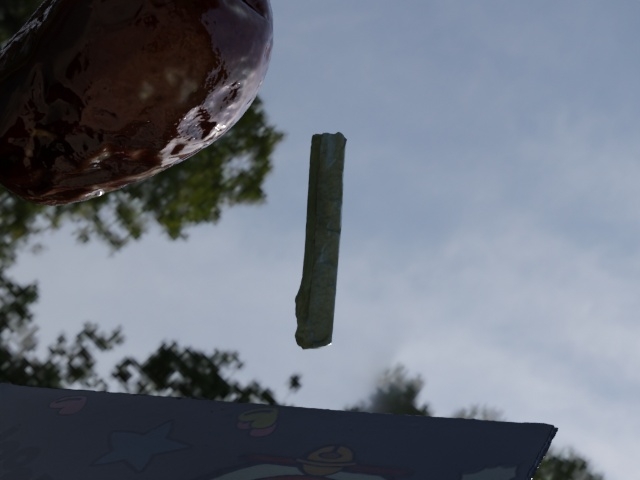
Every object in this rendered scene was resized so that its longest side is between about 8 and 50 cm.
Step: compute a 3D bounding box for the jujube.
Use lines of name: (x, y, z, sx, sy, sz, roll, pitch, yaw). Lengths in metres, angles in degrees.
jujube: (-0.189, -0.160, 1.235, 0.318, 0.223, 0.223, -32, -80, 28)

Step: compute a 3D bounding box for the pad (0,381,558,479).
pad: (-0.062, 0.093, 0.436, 0.245, 0.170, 0.006, 1, -68, 27)

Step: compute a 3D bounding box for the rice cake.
rice cake: (0.000, 0.000, 0.725, 0.022, 0.021, 0.121, 159, -65, -72)
